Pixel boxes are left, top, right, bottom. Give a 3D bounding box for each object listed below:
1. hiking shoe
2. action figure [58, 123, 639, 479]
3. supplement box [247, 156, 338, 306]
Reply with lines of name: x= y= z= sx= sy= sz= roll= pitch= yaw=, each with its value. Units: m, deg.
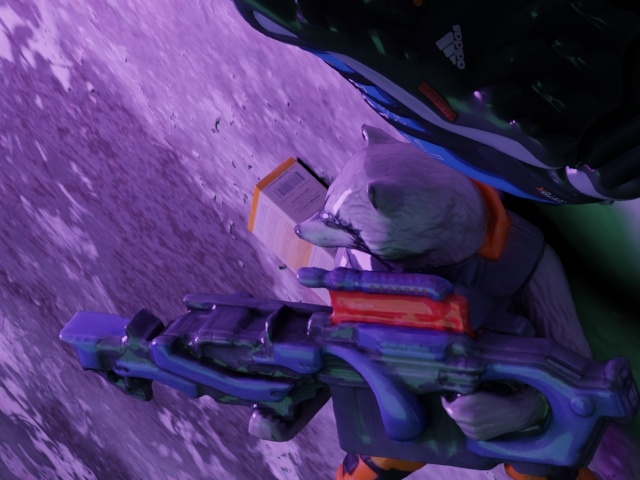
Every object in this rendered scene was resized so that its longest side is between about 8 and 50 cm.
hiking shoe: x=0.026 y=-0.105 z=0.875 sx=0.304 sy=0.113 sz=0.132 roll=37 pitch=162 yaw=-2
action figure: x=0.035 y=0.069 z=1.103 sx=0.341 sy=0.178 sz=0.330 roll=11 pitch=136 yaw=19
supplement box: x=0.000 y=0.000 z=1.220 sx=0.098 sy=0.036 sz=0.062 roll=43 pitch=155 yaw=14
